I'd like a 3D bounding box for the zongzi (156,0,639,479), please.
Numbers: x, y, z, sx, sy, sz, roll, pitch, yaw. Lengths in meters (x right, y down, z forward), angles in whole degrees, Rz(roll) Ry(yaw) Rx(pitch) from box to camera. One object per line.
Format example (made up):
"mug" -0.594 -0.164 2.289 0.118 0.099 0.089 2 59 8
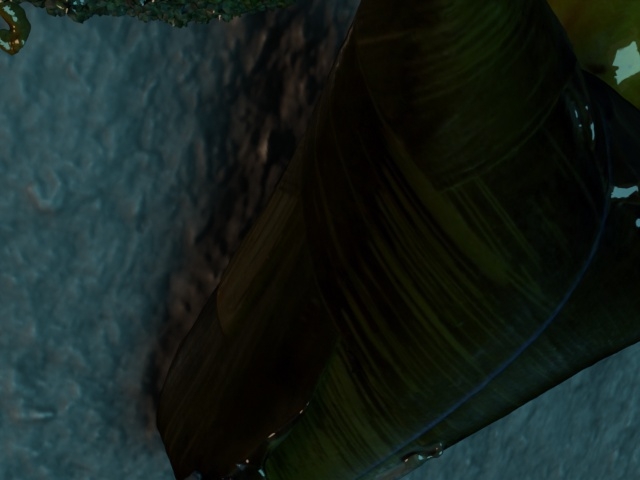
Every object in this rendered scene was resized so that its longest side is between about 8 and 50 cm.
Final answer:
"zongzi" 0.000 0.000 0.836 0.403 0.208 0.432 -34 145 12

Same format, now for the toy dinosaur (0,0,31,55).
"toy dinosaur" -0.204 -0.184 0.801 0.126 0.039 0.162 30 78 -32

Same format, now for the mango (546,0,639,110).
"mango" 0.240 -0.109 1.057 0.167 0.130 0.262 -48 134 -9

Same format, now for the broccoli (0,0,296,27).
"broccoli" -0.112 -0.276 0.732 0.361 0.252 0.221 51 45 -3
